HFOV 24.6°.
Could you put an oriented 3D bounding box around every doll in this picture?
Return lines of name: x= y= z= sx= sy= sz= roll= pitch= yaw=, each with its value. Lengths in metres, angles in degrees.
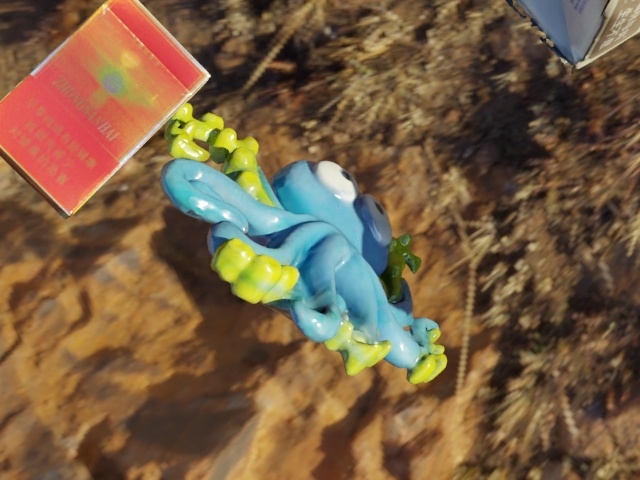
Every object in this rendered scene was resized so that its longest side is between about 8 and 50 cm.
doll: x=0.000 y=0.000 z=1.383 sx=0.346 sy=0.341 sz=0.099 roll=38 pitch=108 yaw=-16

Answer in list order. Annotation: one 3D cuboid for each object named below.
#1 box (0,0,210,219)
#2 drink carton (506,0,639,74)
box: x=-0.193 y=-0.117 z=1.246 sx=0.175 sy=0.048 sz=0.112 roll=-45 pitch=99 yaw=-12
drink carton: x=0.259 y=-0.294 z=1.084 sx=0.194 sy=0.324 sz=0.132 roll=52 pitch=157 yaw=15
